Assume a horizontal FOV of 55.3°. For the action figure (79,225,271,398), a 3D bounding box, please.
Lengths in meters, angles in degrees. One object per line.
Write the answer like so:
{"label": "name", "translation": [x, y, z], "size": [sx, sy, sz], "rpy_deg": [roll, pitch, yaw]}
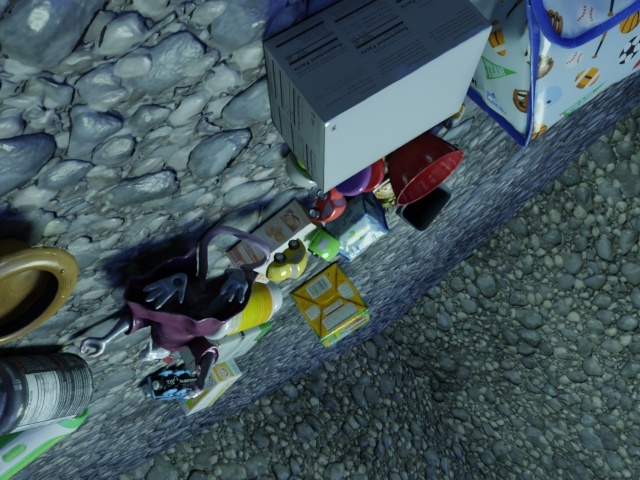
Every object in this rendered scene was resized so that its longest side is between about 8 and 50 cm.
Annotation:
{"label": "action figure", "translation": [-0.286, 0.137, 1.186], "size": [0.370, 0.248, 0.276], "rpy_deg": [-51, -168, 56]}

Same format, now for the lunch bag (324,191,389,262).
{"label": "lunch bag", "translation": [0.079, -0.044, 1.403], "size": [0.129, 0.151, 0.096], "rpy_deg": [-40, 122, 20]}

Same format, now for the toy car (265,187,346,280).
{"label": "toy car", "translation": [0.000, 0.000, 1.234], "size": [0.239, 0.053, 0.225], "rpy_deg": [-55, 161, -1]}

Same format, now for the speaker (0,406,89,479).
{"label": "speaker", "translation": [-0.628, 0.407, 1.258], "size": [0.296, 0.131, 0.131], "rpy_deg": [-37, 163, 6]}

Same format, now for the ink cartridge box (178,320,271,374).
{"label": "ink cartridge box", "translation": [-0.258, 0.263, 1.648], "size": [0.153, 0.087, 0.208], "rpy_deg": [-45, 162, 31]}

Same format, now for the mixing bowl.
{"label": "mixing bowl", "translation": [0.217, -0.173, 1.357], "size": [0.181, 0.098, 0.181], "rpy_deg": [-33, 164, -11]}

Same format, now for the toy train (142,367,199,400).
{"label": "toy train", "translation": [-0.426, 0.415, 1.744], "size": [0.105, 0.080, 0.184], "rpy_deg": [-28, 160, 23]}

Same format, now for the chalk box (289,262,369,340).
{"label": "chalk box", "translation": [0.039, 0.217, 1.938], "size": [0.180, 0.179, 0.289], "rpy_deg": [-34, 163, -3]}

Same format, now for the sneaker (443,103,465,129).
{"label": "sneaker", "translation": [0.300, -0.282, 1.351], "size": [0.037, 0.032, 0.083], "rpy_deg": [-42, 173, -27]}

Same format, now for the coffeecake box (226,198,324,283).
{"label": "coffeecake box", "translation": [-0.088, 0.007, 1.310], "size": [0.185, 0.068, 0.142], "rpy_deg": [-38, 163, 7]}

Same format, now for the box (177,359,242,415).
{"label": "box", "translation": [-0.353, 0.430, 1.876], "size": [0.203, 0.114, 0.103], "rpy_deg": [-47, 160, 30]}

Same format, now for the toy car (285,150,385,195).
{"label": "toy car", "translation": [0.043, -0.138, 1.047], "size": [0.182, 0.136, 0.159], "rpy_deg": [-13, 153, -52]}

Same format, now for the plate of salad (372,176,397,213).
{"label": "plate of salad", "translation": [0.181, -0.114, 1.538], "size": [0.199, 0.048, 0.200], "rpy_deg": [-33, 163, -11]}

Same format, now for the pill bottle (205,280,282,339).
{"label": "pill bottle", "translation": [-0.188, 0.151, 1.424], "size": [0.215, 0.117, 0.117], "rpy_deg": [-12, 151, -53]}

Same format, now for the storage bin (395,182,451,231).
{"label": "storage bin", "translation": [0.258, -0.091, 1.553], "size": [0.135, 0.098, 0.091], "rpy_deg": [-52, -169, -4]}

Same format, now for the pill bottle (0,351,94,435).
{"label": "pill bottle", "translation": [-0.525, 0.265, 1.064], "size": [0.130, 0.130, 0.245], "rpy_deg": [-38, 163, 11]}

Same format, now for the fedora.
{"label": "fedora", "translation": [-0.416, 0.058, 0.797], "size": [0.194, 0.079, 0.194], "rpy_deg": [-35, 159, -16]}

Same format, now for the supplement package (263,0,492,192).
{"label": "supplement package", "translation": [0.073, -0.224, 0.859], "size": [0.261, 0.145, 0.204], "rpy_deg": [-31, 163, -11]}

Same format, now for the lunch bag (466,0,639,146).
{"label": "lunch bag", "translation": [0.383, -0.380, 0.906], "size": [0.327, 0.239, 0.385], "rpy_deg": [-33, 147, -7]}
